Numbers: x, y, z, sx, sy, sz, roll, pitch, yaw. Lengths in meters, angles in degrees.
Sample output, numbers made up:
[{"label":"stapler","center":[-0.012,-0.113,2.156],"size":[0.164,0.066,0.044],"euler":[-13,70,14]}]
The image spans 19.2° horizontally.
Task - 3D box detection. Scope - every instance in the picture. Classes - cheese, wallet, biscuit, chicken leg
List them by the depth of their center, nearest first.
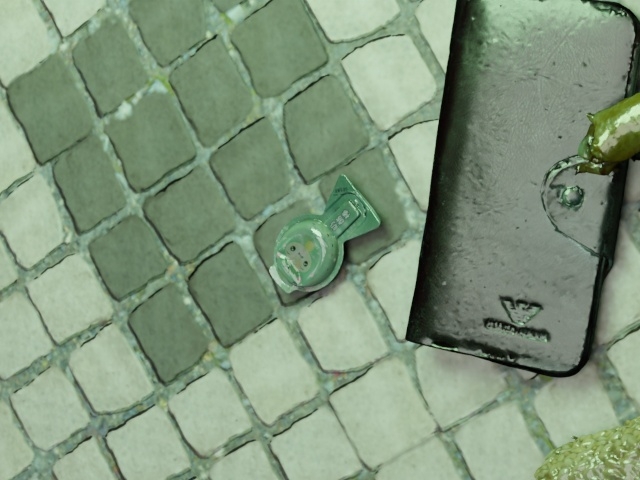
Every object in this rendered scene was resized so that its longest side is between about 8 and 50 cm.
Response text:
[{"label":"chicken leg","center":[0.296,-0.117,1.466],"size":[0.228,0.088,0.103],"euler":[-17,103,24]},{"label":"biscuit","center":[0.257,0.189,1.547],"size":[0.168,0.070,0.082],"euler":[-21,95,28]},{"label":"wallet","center":[0.169,-0.049,1.575],"size":[0.172,0.045,0.318],"euler":[13,101,23]},{"label":"cheese","center":[0.000,0.000,1.687],"size":[0.120,0.026,0.067],"euler":[-45,75,25]}]
